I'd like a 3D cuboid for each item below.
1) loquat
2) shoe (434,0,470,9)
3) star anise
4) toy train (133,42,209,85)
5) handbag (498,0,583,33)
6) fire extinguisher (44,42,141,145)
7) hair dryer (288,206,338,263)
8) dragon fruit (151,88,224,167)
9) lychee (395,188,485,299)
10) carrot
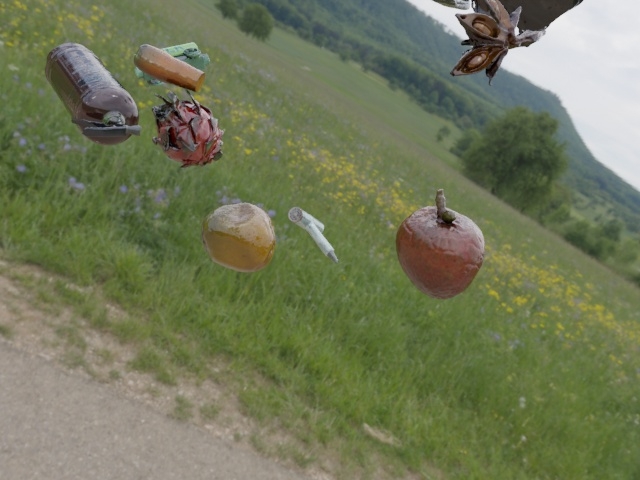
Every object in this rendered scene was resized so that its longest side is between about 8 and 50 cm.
[{"bbox_3d":[-0.310,-0.005,2.067,0.283,0.276,0.276,-3,22,-9],"label":"loquat"},{"bbox_3d":[0.391,-0.751,1.606,0.091,0.106,0.207,27,28,30],"label":"shoe"},{"bbox_3d":[0.300,-0.372,0.956,0.157,0.212,0.053,53,-11,-15],"label":"star anise"},{"bbox_3d":[-0.512,-0.605,1.831,0.253,0.105,0.157,-21,46,-22],"label":"toy train"},{"bbox_3d":[0.548,-0.693,1.428,0.332,0.191,0.075,38,36,-27],"label":"handbag"},{"bbox_3d":[-0.440,-0.271,1.036,0.135,0.114,0.337,-3,35,-41],"label":"fire extinguisher"},{"bbox_3d":[0.004,0.003,1.383,0.183,0.044,0.155,52,10,22],"label":"hair dryer"},{"bbox_3d":[-0.399,-0.325,1.593,0.274,0.192,0.193,42,-9,-35],"label":"dragon fruit"},{"bbox_3d":[0.329,0.013,1.474,0.255,0.300,0.255,12,25,-6],"label":"lychee"},{"bbox_3d":[-0.427,-0.482,1.532,0.193,0.087,0.087,24,15,-13],"label":"carrot"}]
